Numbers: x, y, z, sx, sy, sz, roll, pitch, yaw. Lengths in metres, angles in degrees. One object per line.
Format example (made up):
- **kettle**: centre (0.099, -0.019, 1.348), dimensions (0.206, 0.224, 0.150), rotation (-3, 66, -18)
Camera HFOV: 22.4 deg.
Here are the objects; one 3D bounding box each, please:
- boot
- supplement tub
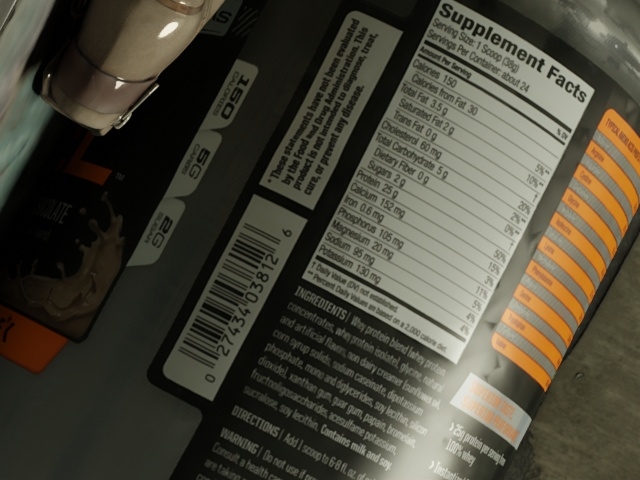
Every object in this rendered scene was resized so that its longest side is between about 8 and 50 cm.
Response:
- **boot**: centre (-0.051, -0.072, 0.483), dimensions (0.087, 0.042, 0.118), rotation (-56, -177, 2)
- **supplement tub**: centre (0.000, 0.000, 0.619), dimensions (0.338, 0.207, 0.207), rotation (-62, -177, -7)
